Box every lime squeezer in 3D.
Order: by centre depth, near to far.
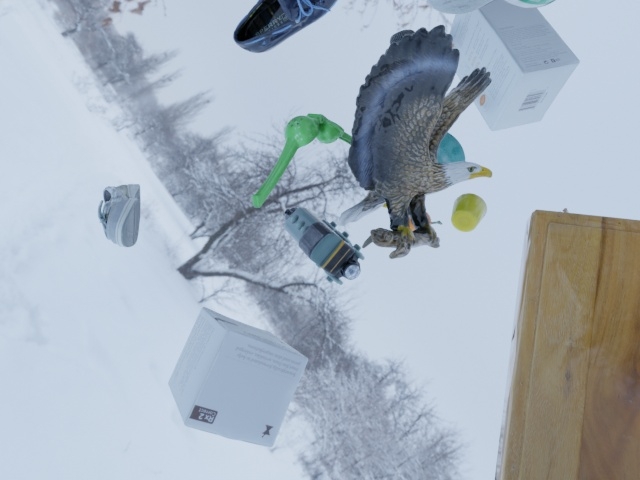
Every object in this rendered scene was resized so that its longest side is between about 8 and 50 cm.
[{"bbox_3d":[0.001,-0.156,0.727,0.058,0.310,0.110,-6,-72,42],"label":"lime squeezer"}]

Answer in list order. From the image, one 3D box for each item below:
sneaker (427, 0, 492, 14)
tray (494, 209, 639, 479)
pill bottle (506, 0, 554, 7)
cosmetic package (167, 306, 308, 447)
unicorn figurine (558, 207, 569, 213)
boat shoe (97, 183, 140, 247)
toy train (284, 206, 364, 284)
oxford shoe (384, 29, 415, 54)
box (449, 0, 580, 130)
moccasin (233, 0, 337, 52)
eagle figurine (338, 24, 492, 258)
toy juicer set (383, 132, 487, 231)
[{"bbox_3d":[0.413,-0.627,1.050,0.292,0.169,0.108,11,-47,41],"label":"sneaker"},{"bbox_3d":[0.319,0.181,0.492,0.202,0.411,0.076,8,-9,18],"label":"tray"},{"bbox_3d":[0.372,-0.475,0.548,0.204,0.204,0.361,58,-12,-7],"label":"pill bottle"},{"bbox_3d":[-0.145,0.221,0.743,0.151,0.152,0.183,27,-9,-26],"label":"cosmetic package"},{"bbox_3d":[0.605,-0.010,1.039,0.111,0.162,0.060,45,-46,-9],"label":"unicorn figurine"},{"bbox_3d":[-0.522,-0.072,1.140,0.320,0.103,0.118,-124,-140,-58],"label":"boat shoe"},{"bbox_3d":[0.000,0.000,1.330,0.190,0.142,0.334,40,4,-34],"label":"toy train"},{"bbox_3d":[0.288,-0.671,1.504,0.083,0.096,0.227,55,-1,-9],"label":"oxford shoe"},{"bbox_3d":[0.519,-0.522,1.256,0.215,0.168,0.346,95,-21,-62],"label":"box"},{"bbox_3d":[-0.071,-0.566,1.073,0.138,0.342,0.117,54,30,-3],"label":"moccasin"},{"bbox_3d":[0.149,-0.132,0.680,0.226,0.225,0.299,-150,-120,-80],"label":"eagle figurine"},{"bbox_3d":[0.196,-0.156,0.925,0.209,0.089,0.329,-13,-65,39],"label":"toy juicer set"}]
